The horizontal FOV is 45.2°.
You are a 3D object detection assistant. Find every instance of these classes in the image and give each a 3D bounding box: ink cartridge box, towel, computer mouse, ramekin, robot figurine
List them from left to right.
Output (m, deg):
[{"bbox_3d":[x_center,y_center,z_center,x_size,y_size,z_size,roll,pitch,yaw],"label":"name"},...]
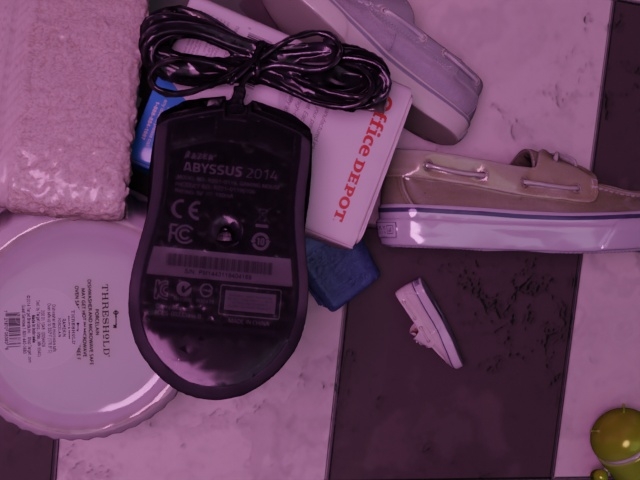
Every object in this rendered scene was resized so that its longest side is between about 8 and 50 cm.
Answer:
[{"bbox_3d":[-0.218,-0.153,0.553,0.187,0.049,0.282,6,70,-16],"label":"towel"},{"bbox_3d":[-0.185,0.057,0.606,0.207,0.109,0.207,-2,97,-16],"label":"ramekin"},{"bbox_3d":[-0.057,-0.022,0.552,0.188,0.072,0.272,11,75,-6],"label":"computer mouse"},{"bbox_3d":[-0.041,-0.090,0.626,0.190,0.082,0.140,22,84,-9],"label":"ink cartridge box"},{"bbox_3d":[0.000,0.000,0.696,0.067,0.029,0.119,-34,103,-9],"label":"towel"},{"bbox_3d":[0.327,0.222,0.797,0.101,0.067,0.115,-40,105,-1],"label":"robot figurine"}]

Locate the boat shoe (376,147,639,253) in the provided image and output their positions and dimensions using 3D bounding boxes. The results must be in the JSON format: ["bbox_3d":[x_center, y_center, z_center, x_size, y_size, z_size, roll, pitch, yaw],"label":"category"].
[{"bbox_3d":[0.200,-0.038,0.713,0.302,0.109,0.094,0,94,-14],"label":"boat shoe"}]

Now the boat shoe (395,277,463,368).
[{"bbox_3d":[0.103,0.084,0.737,0.035,0.035,0.100,-26,108,16],"label":"boat shoe"}]

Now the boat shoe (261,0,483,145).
[{"bbox_3d":[0.051,-0.175,0.674,0.227,0.079,0.081,34,77,-22],"label":"boat shoe"}]
